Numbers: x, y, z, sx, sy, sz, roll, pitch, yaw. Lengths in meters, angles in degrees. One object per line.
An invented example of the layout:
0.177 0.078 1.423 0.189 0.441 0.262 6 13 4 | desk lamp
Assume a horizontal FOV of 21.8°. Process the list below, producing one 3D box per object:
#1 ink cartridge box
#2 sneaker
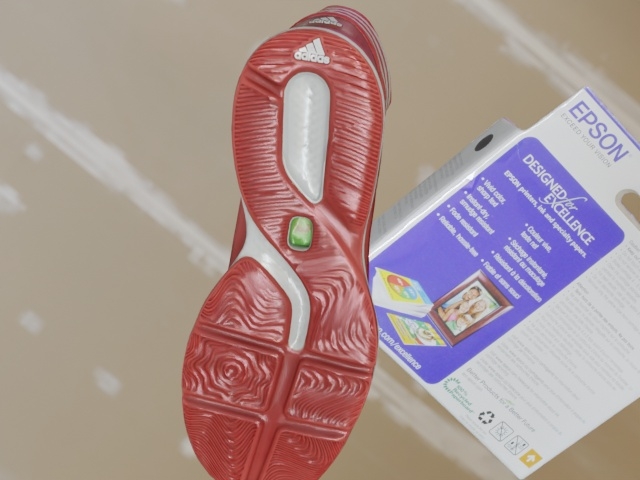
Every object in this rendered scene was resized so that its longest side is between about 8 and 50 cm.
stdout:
0.142 0.026 1.036 0.208 0.206 0.045 -38 -155 18 | ink cartridge box
0.000 0.000 0.756 0.128 0.087 0.221 -58 163 -66 | sneaker
